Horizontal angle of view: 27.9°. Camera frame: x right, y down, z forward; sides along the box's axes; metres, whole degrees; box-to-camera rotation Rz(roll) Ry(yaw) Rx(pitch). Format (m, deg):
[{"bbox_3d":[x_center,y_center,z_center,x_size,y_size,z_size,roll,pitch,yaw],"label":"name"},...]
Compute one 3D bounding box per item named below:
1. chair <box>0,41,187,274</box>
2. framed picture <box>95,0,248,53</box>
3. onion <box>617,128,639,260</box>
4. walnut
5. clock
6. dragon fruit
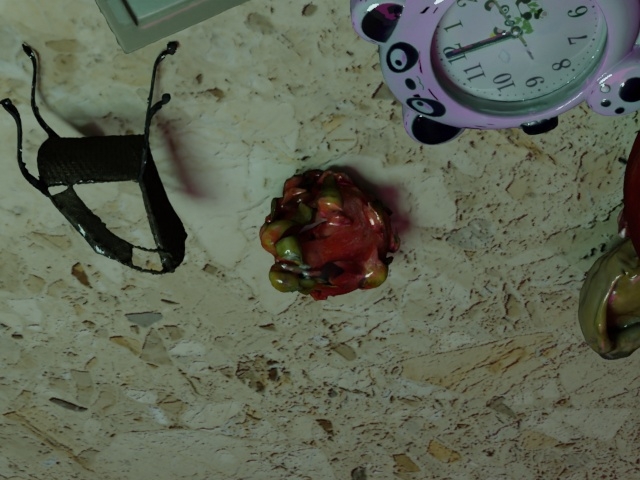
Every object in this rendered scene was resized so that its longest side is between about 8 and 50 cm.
[{"bbox_3d":[-0.199,-0.072,1.221,0.149,0.174,0.213,-6,123,-1],"label":"chair"},{"bbox_3d":[-0.013,-0.349,0.970,0.446,0.028,0.326,-23,134,4],"label":"framed picture"},{"bbox_3d":[0.421,-0.049,1.125,0.341,0.341,0.341,0,134,0],"label":"onion"},{"bbox_3d":[0.398,0.048,1.362,0.238,0.141,0.204,21,118,-18],"label":"walnut"},{"bbox_3d":[0.168,-0.192,1.159,0.248,0.090,0.227,-17,132,17],"label":"clock"},{"bbox_3d":[0.000,0.000,1.312,0.133,0.208,0.150,-45,78,19],"label":"dragon fruit"}]
